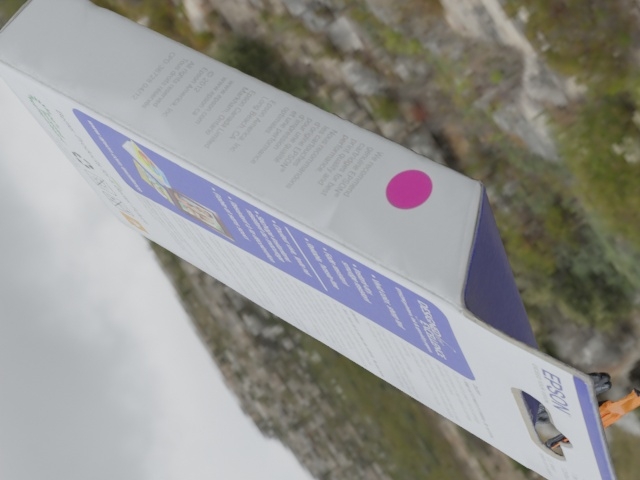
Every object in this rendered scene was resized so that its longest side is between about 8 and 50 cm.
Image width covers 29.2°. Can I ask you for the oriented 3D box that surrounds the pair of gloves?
[{"bbox_3d":[0.159,0.107,0.770,0.083,0.074,0.010,29,-147,-48],"label":"pair of gloves"}]

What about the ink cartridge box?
[{"bbox_3d":[0.000,0.000,0.620,0.371,0.069,0.176,31,164,32],"label":"ink cartridge box"}]
